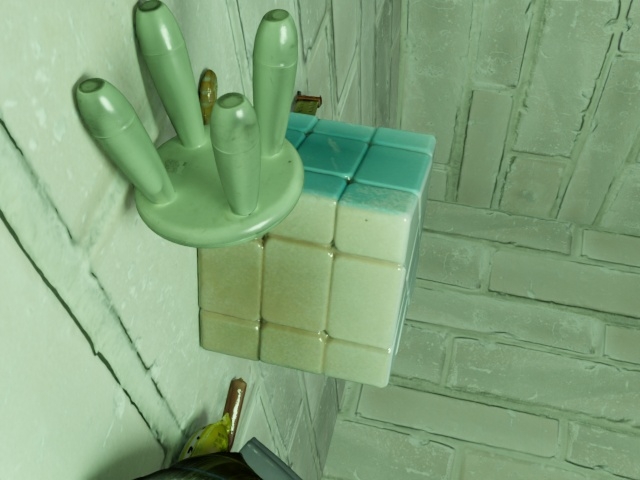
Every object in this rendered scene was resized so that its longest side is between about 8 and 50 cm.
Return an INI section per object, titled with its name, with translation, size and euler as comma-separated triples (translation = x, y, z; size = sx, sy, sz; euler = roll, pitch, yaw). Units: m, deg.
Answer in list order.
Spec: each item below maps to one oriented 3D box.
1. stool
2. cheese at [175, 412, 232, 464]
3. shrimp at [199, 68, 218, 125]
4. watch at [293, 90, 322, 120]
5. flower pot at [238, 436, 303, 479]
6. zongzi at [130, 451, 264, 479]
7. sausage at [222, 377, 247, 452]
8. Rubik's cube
[stool]
translation = -0.123, -0.125, 0.808
size = 0.198, 0.195, 0.195
euler = 83, 20, -46
[cheese]
translation = -0.206, 0.387, 1.199
size = 0.156, 0.064, 0.250
euler = 90, 23, -54
[shrimp]
translation = -0.152, -0.183, 1.047
size = 0.059, 0.023, 0.108
euler = -78, 174, -62
[watch]
translation = -0.022, -0.219, 1.555
size = 0.164, 0.102, 0.268
euler = 87, 9, -46
[flower pot]
translation = -0.091, 0.499, 1.240
size = 0.265, 0.243, 0.265
euler = -55, 175, -8
[zongzi]
translation = -0.053, 0.355, 0.913
size = 0.432, 0.404, 0.207
euler = -16, 103, -65
[sausage]
translation = -0.168, 0.332, 1.434
size = 0.035, 0.030, 0.147
euler = 54, 47, -77
[Rubik's cube]
translation = 0.000, 0.000, 1.237
size = 0.322, 0.316, 0.318
euler = -61, 159, -57
